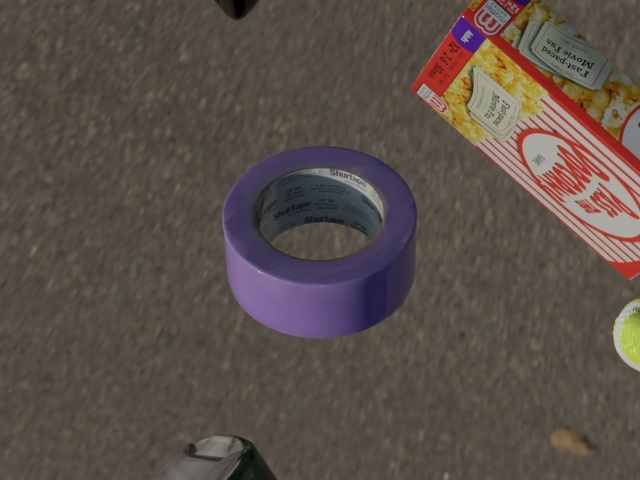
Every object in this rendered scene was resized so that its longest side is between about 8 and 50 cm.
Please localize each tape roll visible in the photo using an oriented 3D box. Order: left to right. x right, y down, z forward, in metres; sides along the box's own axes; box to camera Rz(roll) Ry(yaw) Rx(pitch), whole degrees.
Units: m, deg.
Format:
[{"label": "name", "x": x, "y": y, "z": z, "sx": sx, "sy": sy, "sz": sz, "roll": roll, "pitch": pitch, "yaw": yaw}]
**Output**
[{"label": "tape roll", "x": 0.000, "y": 0.000, "z": 1.728, "sx": 0.189, "sy": 0.189, "sz": 0.080, "roll": 6, "pitch": 137, "yaw": 8}]

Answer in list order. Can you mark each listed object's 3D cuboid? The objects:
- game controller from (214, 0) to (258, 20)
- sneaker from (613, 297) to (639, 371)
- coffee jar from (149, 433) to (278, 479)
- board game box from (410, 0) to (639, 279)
[{"label": "game controller", "x": -0.141, "y": -0.338, "z": 1.697, "sx": 0.067, "sy": 0.319, "sz": 0.166, "roll": -17, "pitch": 129, "yaw": -18}, {"label": "sneaker", "x": 0.385, "y": 0.098, "z": 1.567, "sx": 0.240, "sy": 0.126, "sz": 0.091, "roll": 18, "pitch": 98, "yaw": 20}, {"label": "coffee jar", "x": -0.034, "y": 0.209, "z": 1.037, "sx": 0.079, "sy": 0.096, "sz": 0.184, "roll": -3, "pitch": 127, "yaw": 53}, {"label": "board game box", "x": 0.155, "y": -0.067, "z": 1.093, "sx": 0.193, "sy": 0.147, "sz": 0.045, "roll": 41, "pitch": 75, "yaw": 2}]
